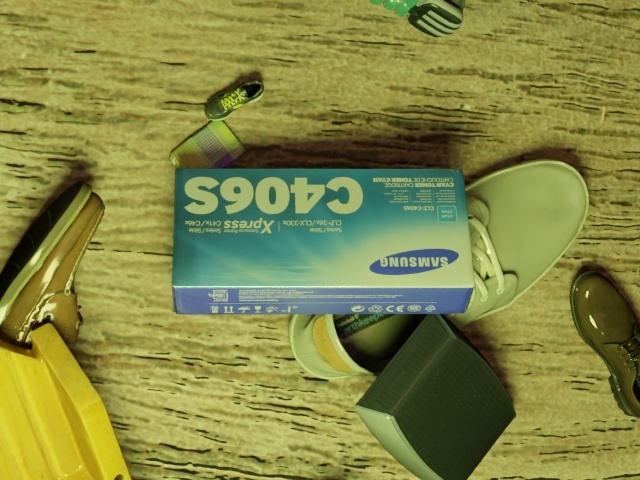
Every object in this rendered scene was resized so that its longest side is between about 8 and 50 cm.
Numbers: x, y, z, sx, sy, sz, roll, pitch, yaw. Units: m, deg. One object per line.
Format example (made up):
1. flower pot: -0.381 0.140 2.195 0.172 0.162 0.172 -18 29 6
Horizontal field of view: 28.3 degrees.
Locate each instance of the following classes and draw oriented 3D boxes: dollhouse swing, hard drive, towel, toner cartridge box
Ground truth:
1. dollhouse swing: -0.340 0.337 1.328 0.347 0.305 0.315 -27 129 -21
2. hard drive: 0.154 0.210 1.582 0.172 0.054 0.254 -50 139 -9
3. towel: -0.140 -0.106 1.569 0.083 0.009 0.060 -41 102 -12
4. toner cartridge box: 0.000 0.000 1.506 0.348 0.075 0.165 0 61 -4

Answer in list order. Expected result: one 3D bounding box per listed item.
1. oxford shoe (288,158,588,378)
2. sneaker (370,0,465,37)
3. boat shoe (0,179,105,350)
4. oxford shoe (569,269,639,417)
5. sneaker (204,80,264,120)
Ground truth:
1. oxford shoe: 0.168 0.042 1.608 0.449 0.130 0.169 -30 98 -15
2. sneaker: 0.091 -0.350 1.607 0.224 0.083 0.098 31 63 -20
3. boat shoe: -0.328 0.078 1.477 0.104 0.111 0.307 34 92 -19
4. oxford shoe: 0.412 0.138 1.702 0.083 0.096 0.227 -33 99 -11
5. sneaker: -0.106 -0.176 1.561 0.083 0.035 0.031 -31 88 -17
